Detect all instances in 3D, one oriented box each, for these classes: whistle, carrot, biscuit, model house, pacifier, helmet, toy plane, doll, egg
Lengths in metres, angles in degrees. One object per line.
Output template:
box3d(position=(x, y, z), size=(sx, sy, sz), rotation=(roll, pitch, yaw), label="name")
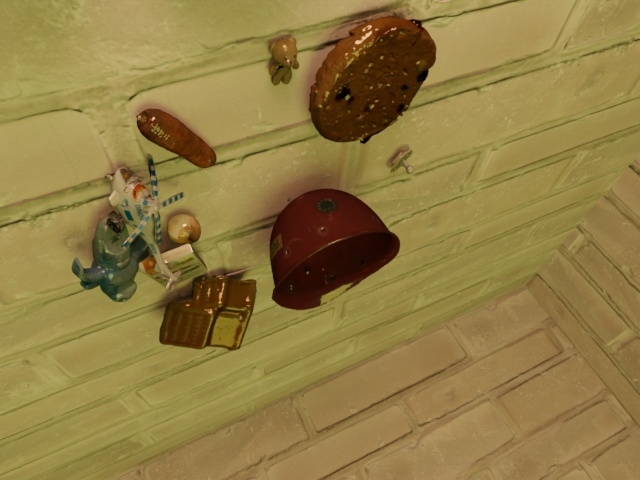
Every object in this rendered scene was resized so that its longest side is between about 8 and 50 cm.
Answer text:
box3d(position=(-0.455, 0.045, 0.999), size=(0.180, 0.093, 0.269), rotation=(-38, 160, -39), label="whistle")
box3d(position=(-0.260, -0.187, 0.846), size=(0.060, 0.060, 0.186), rotation=(-38, 152, 14), label="carrot")
box3d(position=(0.100, -0.323, 0.928), size=(0.296, 0.075, 0.296), rotation=(-26, 155, -13), label="biscuit")
box3d(position=(-0.337, 0.211, 1.318), size=(0.239, 0.173, 0.268), rotation=(12, 101, -33), label="model house")
box3d(position=(0.231, -0.207, 1.234), size=(0.083, 0.064, 0.068), rotation=(-49, 163, 31), label="pacifier")
box3d(position=(0.000, 0.000, 1.184), size=(0.337, 0.230, 0.385), rotation=(-14, 155, -24), label="helmet")
box3d(position=(-0.354, -0.029, 0.930), size=(0.107, 0.182, 0.273), rotation=(11, 149, 17), label="toy plane")
box3d(position=(-0.068, -0.327, 0.829), size=(0.061, 0.051, 0.093), rotation=(-20, 178, -18), label="doll")
box3d(position=(-0.311, -0.024, 1.038), size=(0.071, 0.071, 0.083), rotation=(-29, 160, -1), label="egg")

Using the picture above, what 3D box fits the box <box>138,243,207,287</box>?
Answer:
box3d(position=(-0.355, 0.067, 1.112), size=(0.122, 0.032, 0.220), rotation=(-22, 169, -10), label="box")
